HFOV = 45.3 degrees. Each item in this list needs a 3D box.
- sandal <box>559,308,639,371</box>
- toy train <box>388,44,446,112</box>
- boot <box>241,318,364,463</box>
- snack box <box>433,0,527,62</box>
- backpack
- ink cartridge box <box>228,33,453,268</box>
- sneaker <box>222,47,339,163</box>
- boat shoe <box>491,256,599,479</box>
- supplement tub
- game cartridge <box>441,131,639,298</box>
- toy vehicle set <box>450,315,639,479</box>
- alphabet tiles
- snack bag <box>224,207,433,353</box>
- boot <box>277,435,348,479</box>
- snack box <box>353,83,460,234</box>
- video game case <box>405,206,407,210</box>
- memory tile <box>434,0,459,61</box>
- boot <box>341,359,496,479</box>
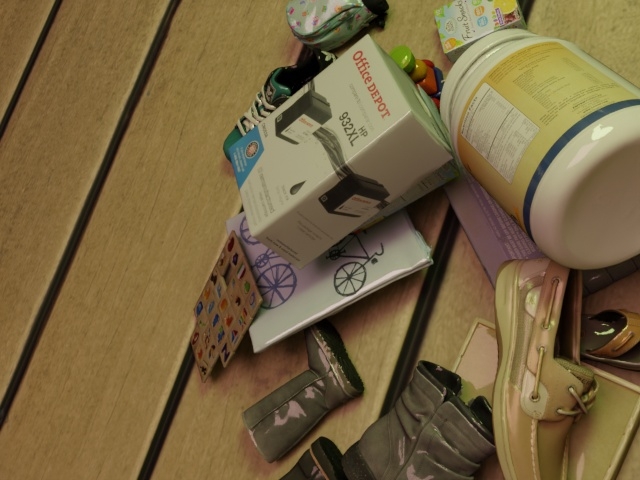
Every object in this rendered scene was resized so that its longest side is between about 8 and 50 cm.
[{"bbox_3d":[0.398,0.123,1.048,0.219,0.060,0.090,6,52,27],"label":"sandal"},{"bbox_3d":[0.167,-0.289,1.324,0.248,0.143,0.105,-18,63,25],"label":"toy train"},{"bbox_3d":[-0.046,0.243,1.296,0.208,0.076,0.189,-40,53,20],"label":"boot"},{"bbox_3d":[0.278,-0.387,1.345,0.141,0.037,0.100,-20,61,23],"label":"snack box"},{"bbox_3d":[0.025,-0.453,1.497,0.182,0.115,0.152,-33,60,20],"label":"backpack"},{"bbox_3d":[0.021,-0.140,1.211,0.307,0.129,0.223,-36,44,18],"label":"ink cartridge box"},{"bbox_3d":[-0.087,-0.264,1.484,0.302,0.121,0.108,-36,56,15],"label":"sneaker"},{"bbox_3d":[0.297,0.187,0.999,0.110,0.122,0.341,-9,76,38],"label":"boat shoe"},{"bbox_3d":[0.315,-0.135,1.029,0.228,0.228,0.316,-42,40,11],"label":"supplement tub"},{"bbox_3d":[0.327,-0.065,1.191,0.230,0.068,0.355,-34,57,21],"label":"game cartridge"},{"bbox_3d":[0.307,0.235,1.094,0.267,0.035,0.166,24,84,36],"label":"toy vehicle set"},{"bbox_3d":[-0.178,0.132,1.377,0.237,0.009,0.198,-61,35,26],"label":"alphabet tiles"},{"bbox_3d":[0.000,0.000,1.339,0.343,0.037,0.323,-29,46,10],"label":"snack bag"},{"bbox_3d":[0.001,0.426,1.192,0.137,0.077,0.198,-44,41,15],"label":"boot"},{"bbox_3d":[0.111,-0.134,1.278,0.207,0.070,0.174,-31,46,24],"label":"snack box"},{"bbox_3d":[0.083,0.004,1.335,0.157,0.019,0.143,-19,62,24],"label":"video game case"},{"bbox_3d":[0.274,-0.389,1.380,0.113,0.012,0.148,-29,58,18],"label":"memory tile"},{"bbox_3d":[0.183,0.343,1.050,0.222,0.118,0.338,-53,56,18],"label":"boot"}]
